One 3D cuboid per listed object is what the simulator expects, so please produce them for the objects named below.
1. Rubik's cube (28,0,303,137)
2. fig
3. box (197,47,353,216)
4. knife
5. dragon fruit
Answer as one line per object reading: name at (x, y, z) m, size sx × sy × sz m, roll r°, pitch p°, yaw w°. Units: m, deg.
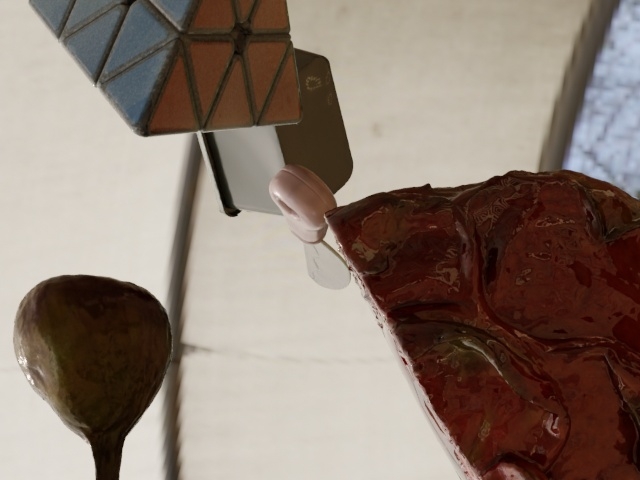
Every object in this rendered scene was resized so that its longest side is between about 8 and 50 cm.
Rubik's cube at (-0.133, -0.213, 1.689) m, size 0.229 × 0.233 × 0.228 m, roll 66°, pitch 162°, yaw 6°
fig at (-0.282, 0.184, 2.019) m, size 0.190 × 0.190 × 0.290 m, roll 9°, pitch -89°, yaw -64°
box at (-0.059, -0.144, 2.224) m, size 0.163 × 0.135 × 0.243 m, roll -44°, pitch -45°, yaw -37°
knife at (0.002, 0.002, 1.785) m, size 0.043 × 0.081 × 0.336 m, roll -49°, pitch -17°, yaw -9°
dragon fruit at (0.184, 0.080, 1.272) m, size 0.329 × 0.286 × 0.228 m, roll -104°, pitch -6°, yaw -48°
